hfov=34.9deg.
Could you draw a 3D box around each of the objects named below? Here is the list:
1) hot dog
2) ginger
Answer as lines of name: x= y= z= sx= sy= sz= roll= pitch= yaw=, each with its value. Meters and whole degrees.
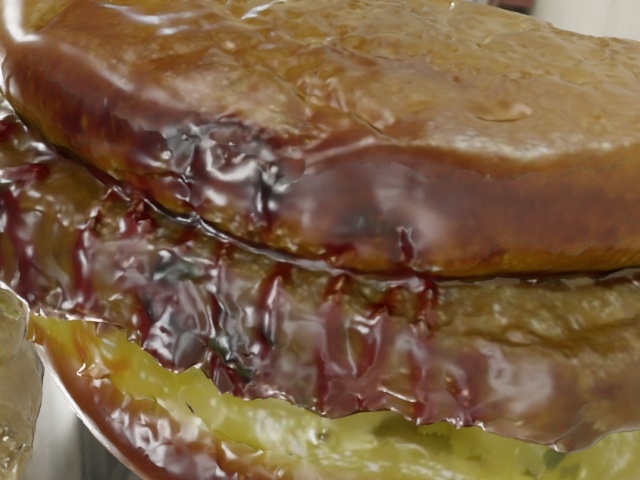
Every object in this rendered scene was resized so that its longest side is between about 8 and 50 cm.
hot dog: x=0.000 y=-0.002 z=0.449 sx=0.223 sy=0.405 sz=0.185 roll=-55 pitch=-23 yaw=-50
ginger: x=-0.309 y=0.134 z=0.902 sx=0.270 sy=0.123 sz=0.219 roll=-113 pitch=37 yaw=-60
